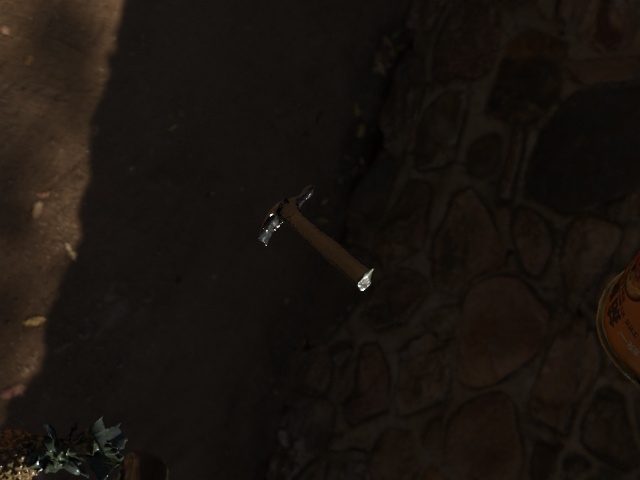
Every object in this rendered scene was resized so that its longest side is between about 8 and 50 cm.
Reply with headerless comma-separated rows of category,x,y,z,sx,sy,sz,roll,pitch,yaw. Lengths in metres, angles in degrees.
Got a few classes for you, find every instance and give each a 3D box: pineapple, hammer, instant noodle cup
pineapple,-0.519,0.419,1.533,0.119,0.277,0.130,45,37,-65
hammer,0.000,-0.001,1.142,0.125,0.297,0.027,-41,124,-7
instant noodle cup,0.445,0.063,0.901,0.216,0.216,0.172,-43,153,-27

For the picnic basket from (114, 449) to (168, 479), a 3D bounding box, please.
picnic basket,-0.167,0.313,0.586,0.337,0.293,0.337,3,80,-14
